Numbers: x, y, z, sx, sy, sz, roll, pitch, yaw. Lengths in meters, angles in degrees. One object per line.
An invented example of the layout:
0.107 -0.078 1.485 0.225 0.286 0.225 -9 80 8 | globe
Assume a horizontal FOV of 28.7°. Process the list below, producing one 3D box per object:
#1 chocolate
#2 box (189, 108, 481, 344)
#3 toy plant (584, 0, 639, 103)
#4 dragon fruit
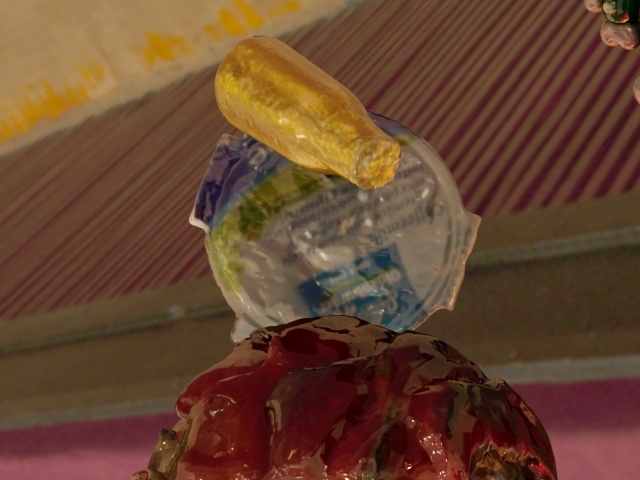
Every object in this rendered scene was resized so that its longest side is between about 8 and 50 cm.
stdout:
-0.009 -0.092 0.938 0.219 0.086 0.085 41 155 57 | chocolate
0.000 0.000 1.281 0.291 0.262 0.206 60 173 16 | box
0.399 -0.221 1.299 0.232 0.112 0.243 -20 104 53 | toy plant
0.018 0.207 0.908 0.329 0.329 0.329 21 136 22 | dragon fruit
